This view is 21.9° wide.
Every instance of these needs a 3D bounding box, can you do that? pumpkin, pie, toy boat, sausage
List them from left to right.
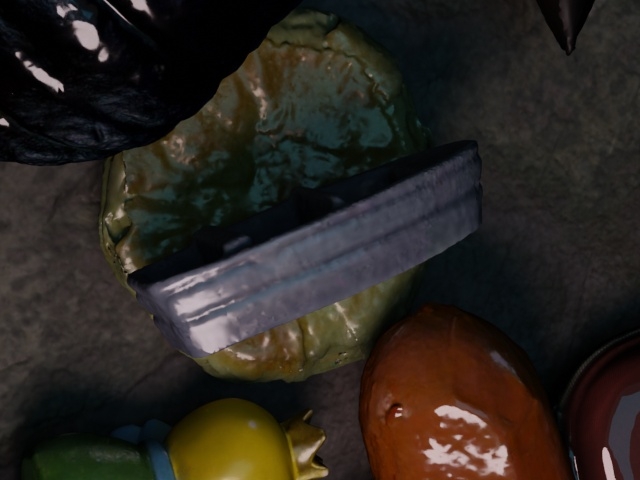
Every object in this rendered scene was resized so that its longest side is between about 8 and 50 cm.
[{"bbox_3d":[-0.153,-0.223,1.125,0.363,0.363,0.266,-46,116,-12],"label":"pumpkin"},{"bbox_3d":[-0.037,-0.031,1.313,0.306,0.071,0.306,0,92,-15],"label":"pie"},{"bbox_3d":[0.000,0.000,1.224,0.283,0.127,0.078,-23,99,-15],"label":"toy boat"},{"bbox_3d":[0.117,0.177,1.305,0.153,0.141,0.268,-15,110,12],"label":"sausage"}]

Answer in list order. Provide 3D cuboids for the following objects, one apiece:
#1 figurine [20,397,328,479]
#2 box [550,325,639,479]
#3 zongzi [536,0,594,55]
[{"bbox_3d":[-0.107,0.218,1.274,0.234,0.127,0.185,-7,98,-27],"label":"figurine"},{"bbox_3d":[0.343,0.260,1.419,0.263,0.108,0.404,-17,96,-16],"label":"box"},{"bbox_3d":[0.162,-0.353,1.302,0.383,0.319,0.362,18,83,-35],"label":"zongzi"}]
